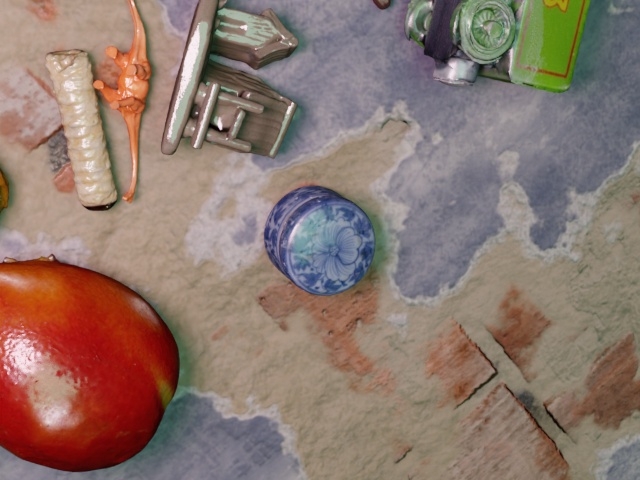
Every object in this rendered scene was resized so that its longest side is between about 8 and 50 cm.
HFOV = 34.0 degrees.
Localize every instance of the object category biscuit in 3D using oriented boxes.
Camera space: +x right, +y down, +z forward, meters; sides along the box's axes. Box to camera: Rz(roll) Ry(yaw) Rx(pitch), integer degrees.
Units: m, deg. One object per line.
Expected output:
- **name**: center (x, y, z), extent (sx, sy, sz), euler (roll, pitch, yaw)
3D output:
- **biscuit**: center (-0.317, -0.144, 1.395), extent (0.061, 0.055, 0.219), euler (-10, 107, -9)

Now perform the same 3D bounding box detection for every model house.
- **model house**: center (-0.116, -0.210, 1.423), extent (0.188, 0.122, 0.229), euler (14, 95, -27)

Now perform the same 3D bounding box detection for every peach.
- **peach**: center (-0.334, 0.164, 1.363), extent (0.257, 0.201, 0.361), euler (-47, 127, -3)

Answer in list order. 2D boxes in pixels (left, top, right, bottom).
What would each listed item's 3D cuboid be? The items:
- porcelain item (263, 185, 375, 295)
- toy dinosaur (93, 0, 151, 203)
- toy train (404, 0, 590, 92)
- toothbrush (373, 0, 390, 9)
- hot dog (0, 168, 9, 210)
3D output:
- **porcelain item**: center (0.000, 0.000, 1.526), extent (0.147, 0.114, 0.147), euler (-5, 105, -20)
- **toy dinosaur**: center (-0.259, -0.190, 1.400), extent (0.055, 0.101, 0.279), euler (12, 95, 19)
- **toy train**: center (0.271, -0.367, 1.517), extent (0.249, 0.173, 0.307), euler (6, 101, -30)
- **toothbrush**: center (-0.008, -0.466, 1.448), extent (0.041, 0.041, 0.364), euler (-44, 115, -7)
- **hot dog**: center (-0.520, -0.075, 1.297), extent (0.259, 0.114, 0.175), euler (35, 89, -26)
